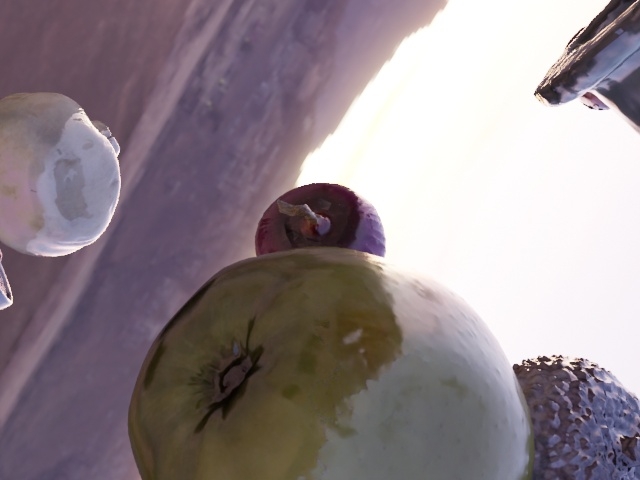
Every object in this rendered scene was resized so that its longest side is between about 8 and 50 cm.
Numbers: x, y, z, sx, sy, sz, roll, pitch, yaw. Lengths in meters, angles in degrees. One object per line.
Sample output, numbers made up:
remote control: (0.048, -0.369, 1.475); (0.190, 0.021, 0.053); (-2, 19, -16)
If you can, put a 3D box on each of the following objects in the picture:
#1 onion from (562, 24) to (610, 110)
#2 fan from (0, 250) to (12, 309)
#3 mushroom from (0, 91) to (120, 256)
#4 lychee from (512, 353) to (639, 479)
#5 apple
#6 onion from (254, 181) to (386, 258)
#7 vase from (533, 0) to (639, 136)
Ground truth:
onion: (0.401, -0.246, 1.671); (0.131, 0.131, 0.131); (-59, -175, 8)
fan: (-0.434, 0.007, 1.478); (0.074, 0.130, 0.244); (-24, -155, -7)
mushroom: (-0.406, -0.113, 1.807); (0.260, 0.254, 0.234); (-46, 180, 38)
lychee: (0.299, 0.290, 1.563); (0.300, 0.300, 0.300); (-59, -175, 8)
apple: (0.008, 0.219, 1.349); (0.473, 0.474, 0.473); (-59, -175, 8)
onion: (0.001, 0.005, 1.599); (0.177, 0.177, 0.153); (-62, -172, -34)
vase: (0.295, -0.063, 0.623); (0.245, 0.291, 0.245); (-45, 179, -1)
